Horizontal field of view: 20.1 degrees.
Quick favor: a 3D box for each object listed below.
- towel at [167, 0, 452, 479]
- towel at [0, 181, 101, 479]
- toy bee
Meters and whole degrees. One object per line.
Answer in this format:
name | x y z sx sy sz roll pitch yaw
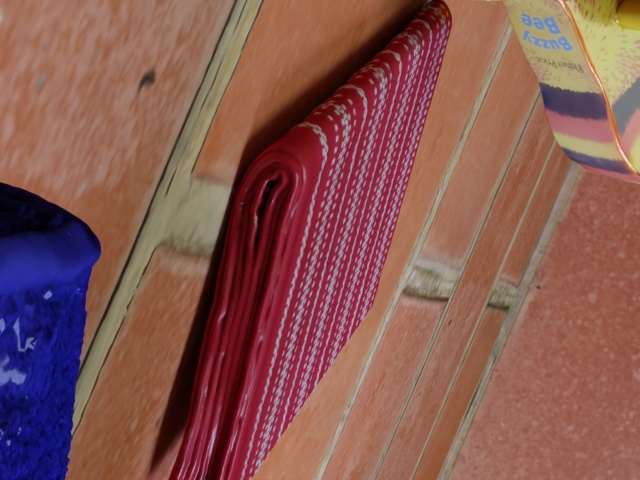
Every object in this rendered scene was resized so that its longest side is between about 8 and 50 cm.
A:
towel | 0.000 0.000 0.898 0.275 0.031 0.199 -50 158 -62
towel | -0.108 0.143 0.377 0.227 0.076 0.308 -21 119 -74
toy bee | 0.116 -0.144 0.899 0.162 0.298 0.195 -29 -174 -26
